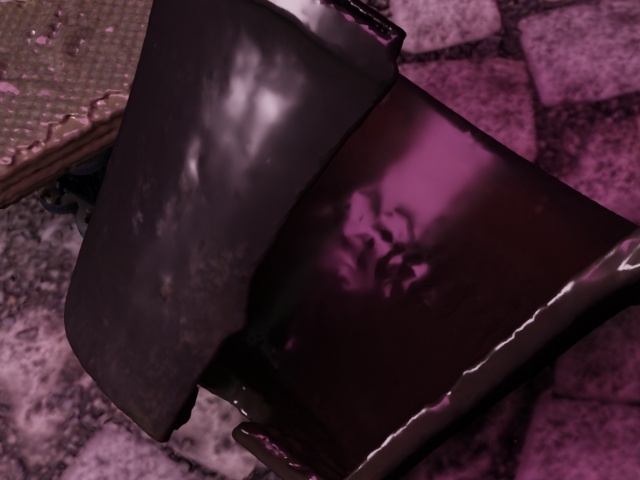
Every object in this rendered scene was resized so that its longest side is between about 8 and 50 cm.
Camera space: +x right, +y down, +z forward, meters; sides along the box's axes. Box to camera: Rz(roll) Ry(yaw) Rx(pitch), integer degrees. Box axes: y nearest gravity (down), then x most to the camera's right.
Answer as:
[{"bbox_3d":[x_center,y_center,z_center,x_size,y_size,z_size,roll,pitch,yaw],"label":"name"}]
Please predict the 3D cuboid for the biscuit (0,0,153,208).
[{"bbox_3d":[-0.211,-0.108,0.785,0.252,0.052,0.150,-32,60,-18],"label":"biscuit"}]

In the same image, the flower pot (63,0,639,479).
[{"bbox_3d":[0.000,0.000,0.688,0.379,0.379,0.251,37,99,26],"label":"flower pot"}]

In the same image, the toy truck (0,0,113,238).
[{"bbox_3d":[-0.191,-0.108,0.884,0.256,0.108,0.140,34,62,23],"label":"toy truck"}]
